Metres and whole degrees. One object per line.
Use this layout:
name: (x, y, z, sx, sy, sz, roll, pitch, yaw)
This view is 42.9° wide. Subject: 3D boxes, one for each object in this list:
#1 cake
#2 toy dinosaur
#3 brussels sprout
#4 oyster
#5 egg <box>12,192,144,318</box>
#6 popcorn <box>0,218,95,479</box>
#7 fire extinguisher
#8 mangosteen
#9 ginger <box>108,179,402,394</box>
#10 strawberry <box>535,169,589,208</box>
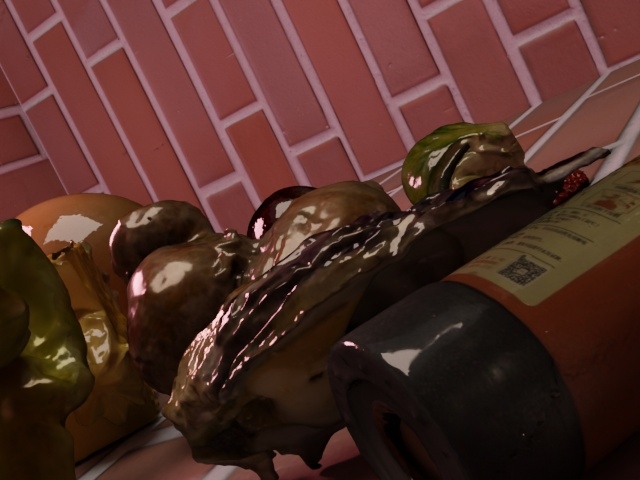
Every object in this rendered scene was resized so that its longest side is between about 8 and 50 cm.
cake: (-0.317, 0.139, 0.906, 0.227, 0.222, 0.286, -29, 7, -9)
toy dinosaur: (0.194, -0.042, 0.970, 0.179, 0.087, 0.187, -33, 28, -34)
brussels sprout: (0.208, -0.108, 1.225, 0.183, 0.131, 0.145, -32, 12, -9)
oyster: (0.043, 0.040, 0.520, 0.271, 0.275, 0.100, -1, 41, -19)
egg: (-0.367, 0.075, 1.277, 0.301, 0.301, 0.374, -31, 12, -39)
popcorn: (-0.294, 0.132, 0.610, 0.321, 0.290, 0.326, -6, 37, 23)
fire extinguisher: (0.175, 0.011, 0.452, 0.376, 0.113, 0.200, -29, 6, -19)
mangosteen: (-0.008, 0.005, 1.075, 0.184, 0.173, 0.172, -7, 7, 1)
ginger: (-0.072, 0.045, 0.752, 0.304, 0.155, 0.245, 0, 51, 18)
strawberry: (0.262, -0.059, 1.001, 0.152, 0.048, 0.104, -33, 12, -26)
